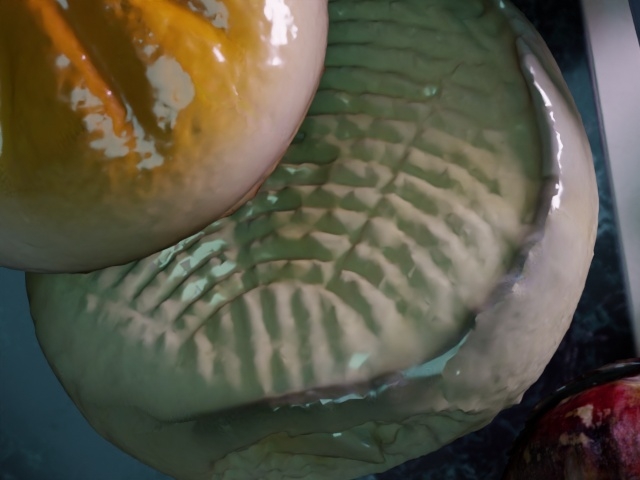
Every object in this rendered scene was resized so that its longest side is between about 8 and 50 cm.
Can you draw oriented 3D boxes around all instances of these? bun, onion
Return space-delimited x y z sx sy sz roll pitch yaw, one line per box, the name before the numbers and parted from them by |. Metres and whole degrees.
bun | 0.003 -0.001 0.892 0.364 0.202 0.364 -9 61 17
onion | 0.244 0.189 0.964 0.246 0.190 0.246 3 124 5
bun | -0.146 -0.135 0.812 0.299 0.299 0.165 -37 140 0

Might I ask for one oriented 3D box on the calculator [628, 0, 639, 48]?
calculator | 0.220 -0.182 0.766 0.121 0.039 0.210 -19 107 0
